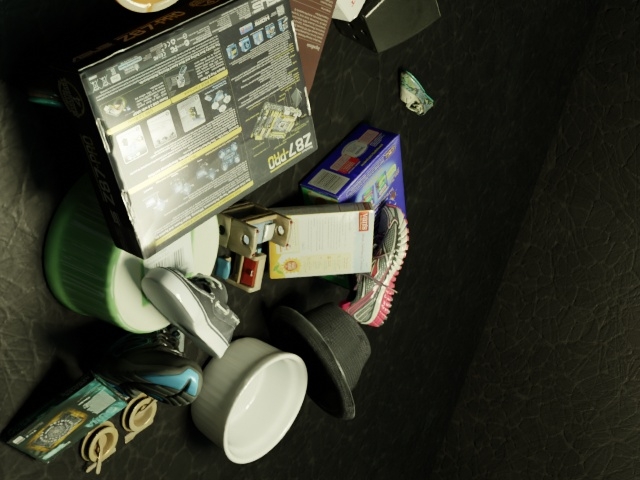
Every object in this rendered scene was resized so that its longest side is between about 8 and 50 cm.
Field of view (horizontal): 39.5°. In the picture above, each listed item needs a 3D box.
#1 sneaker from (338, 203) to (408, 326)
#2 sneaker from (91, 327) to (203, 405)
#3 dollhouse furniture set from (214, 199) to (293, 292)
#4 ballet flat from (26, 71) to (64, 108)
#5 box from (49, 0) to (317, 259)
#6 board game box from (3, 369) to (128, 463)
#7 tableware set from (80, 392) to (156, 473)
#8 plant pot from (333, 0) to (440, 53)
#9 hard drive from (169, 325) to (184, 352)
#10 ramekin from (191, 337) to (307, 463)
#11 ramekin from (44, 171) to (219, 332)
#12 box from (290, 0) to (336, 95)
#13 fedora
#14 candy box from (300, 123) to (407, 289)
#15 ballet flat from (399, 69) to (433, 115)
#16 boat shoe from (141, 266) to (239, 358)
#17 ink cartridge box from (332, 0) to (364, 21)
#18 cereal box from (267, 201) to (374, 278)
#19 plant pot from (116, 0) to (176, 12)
[{"bbox_3d":[0.133,0.056,2.151,0.121,0.112,0.299,-169,-86,-78],"label":"sneaker"},{"bbox_3d":[-0.302,0.206,1.590,0.125,0.341,0.139,39,66,-28],"label":"sneaker"},{"bbox_3d":[-0.157,0.030,1.862,0.129,0.129,0.183,-18,125,-54],"label":"dollhouse furniture set"},{"bbox_3d":[-0.358,-0.232,1.399,0.280,0.095,0.096,16,86,-71],"label":"ballet flat"},{"bbox_3d":[-0.189,-0.203,1.399,0.395,0.097,0.318,-37,128,-32],"label":"box"},{"bbox_3d":[-0.453,0.319,1.598,0.186,0.026,0.126,-36,144,-5],"label":"board game box"},{"bbox_3d":[-0.398,0.380,1.798,0.194,0.039,0.128,-36,138,-44],"label":"tableware set"},{"bbox_3d":[0.117,-0.517,1.905,0.167,0.188,0.187,-47,148,-9],"label":"plant pot"},{"bbox_3d":[-0.331,0.236,1.811,0.135,0.022,0.094,-40,152,-40],"label":"hard drive"},{"bbox_3d":[-0.169,0.359,2.054,0.277,0.135,0.277,-34,137,-39],"label":"ramekin"},{"bbox_3d":[-0.316,0.014,1.566,0.303,0.148,0.303,-38,140,-41],"label":"ramekin"},{"bbox_3d":[-0.102,-0.382,1.626,0.167,0.168,0.203,0,109,-59],"label":"box"},{"bbox_3d":[0.024,0.264,2.127,0.152,0.334,0.334,-35,140,-21],"label":"fedora"},{"bbox_3d":[0.090,-0.081,2.204,0.268,0.122,0.317,-46,144,-32],"label":"candy box"},{"bbox_3d":[0.242,-0.375,2.318,0.188,0.070,0.070,32,82,-57],"label":"ballet flat"},{"bbox_3d":[-0.211,0.104,1.542,0.102,0.108,0.301,-57,152,-18],"label":"boat shoe"},{"bbox_3d":[0.010,-0.590,1.720,0.207,0.117,0.283,-63,150,-9],"label":"ink cartridge box"},{"bbox_3d":[0.000,0.000,2.033,0.240,0.047,0.173,-3,123,-9],"label":"cereal box"},{"bbox_3d":[-0.267,-0.421,1.233,0.205,0.188,0.205,-25,146,-18],"label":"plant pot"}]
